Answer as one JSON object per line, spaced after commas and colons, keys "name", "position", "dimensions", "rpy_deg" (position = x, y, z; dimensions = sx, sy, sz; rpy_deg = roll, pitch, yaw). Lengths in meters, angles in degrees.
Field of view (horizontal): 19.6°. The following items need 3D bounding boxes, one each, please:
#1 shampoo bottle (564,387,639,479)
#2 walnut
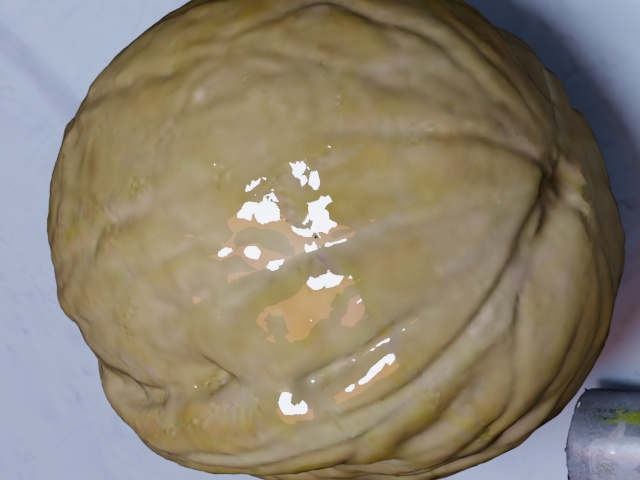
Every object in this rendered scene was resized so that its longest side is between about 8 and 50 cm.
{"name": "shampoo bottle", "position": [0.252, 0.125, 1.081], "dimensions": [0.214, 0.072, 0.072], "rpy_deg": [2, 113, 28]}
{"name": "walnut", "position": [0.000, 0.000, 1.039], "dimensions": [0.333, 0.333, 0.333], "rpy_deg": [12, 118, 25]}
